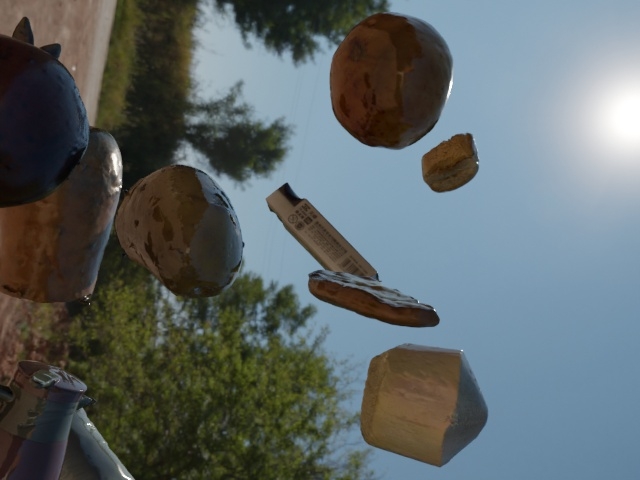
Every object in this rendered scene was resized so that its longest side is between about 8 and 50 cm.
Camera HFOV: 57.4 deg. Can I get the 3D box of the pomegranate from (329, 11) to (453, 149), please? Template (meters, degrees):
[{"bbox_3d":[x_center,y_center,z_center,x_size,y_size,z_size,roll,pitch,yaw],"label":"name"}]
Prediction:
[{"bbox_3d":[0.132,-0.291,1.076,0.248,0.248,0.249,-172,-90,-70],"label":"pomegranate"}]

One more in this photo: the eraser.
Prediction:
[{"bbox_3d":[0.000,0.000,1.722,0.404,0.098,0.096,46,-12,22],"label":"eraser"}]

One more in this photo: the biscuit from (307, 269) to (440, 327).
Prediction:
[{"bbox_3d":[0.060,0.084,0.893,0.299,0.154,0.045,-163,-97,-79],"label":"biscuit"}]

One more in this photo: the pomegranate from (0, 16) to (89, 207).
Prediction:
[{"bbox_3d":[-0.231,-0.097,0.439,0.159,0.129,0.129,-59,176,-49],"label":"pomegranate"}]

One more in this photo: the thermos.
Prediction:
[{"bbox_3d":[-0.393,0.275,0.703,0.145,0.176,0.265,19,-98,41],"label":"thermos"}]

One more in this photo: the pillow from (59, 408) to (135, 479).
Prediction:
[{"bbox_3d":[-0.421,0.362,1.007,0.254,0.144,0.078,44,-69,20],"label":"pillow"}]

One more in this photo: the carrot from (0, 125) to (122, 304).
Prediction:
[{"bbox_3d":[-0.517,-0.064,1.159,0.224,0.224,0.341,-150,-110,-69],"label":"carrot"}]

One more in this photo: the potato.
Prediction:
[{"bbox_3d":[-0.146,-0.011,0.629,0.175,0.137,0.137,34,-63,40],"label":"potato"}]

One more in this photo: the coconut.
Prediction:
[{"bbox_3d":[0.215,0.332,1.189,0.239,0.244,0.239,7,90,-74],"label":"coconut"}]

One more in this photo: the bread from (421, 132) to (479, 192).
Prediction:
[{"bbox_3d":[0.268,-0.151,1.197,0.125,0.082,0.106,-24,-143,24],"label":"bread"}]
